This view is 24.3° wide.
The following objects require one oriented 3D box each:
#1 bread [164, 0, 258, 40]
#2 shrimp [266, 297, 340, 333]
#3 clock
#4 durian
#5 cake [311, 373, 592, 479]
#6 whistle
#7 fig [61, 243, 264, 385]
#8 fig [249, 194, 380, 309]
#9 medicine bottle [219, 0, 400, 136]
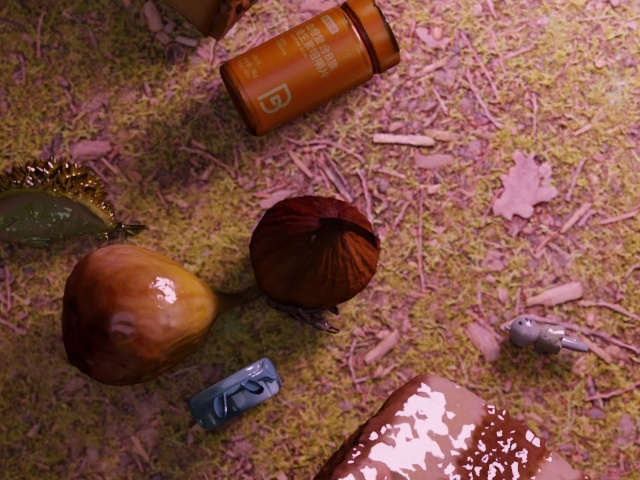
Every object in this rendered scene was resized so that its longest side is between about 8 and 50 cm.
[{"bbox_3d":[-0.120,-0.328,1.729,0.147,0.127,0.152,39,50,3],"label":"bread"},{"bbox_3d":[-0.015,0.076,1.713,0.092,0.029,0.038,26,75,-6],"label":"shrimp"},{"bbox_3d":[-0.094,0.170,1.638,0.108,0.147,0.045,-29,87,-5],"label":"clock"},{"bbox_3d":[-0.307,-0.043,1.696,0.215,0.086,0.100,-1,118,0],"label":"durian"},{"bbox_3d":[0.118,0.321,1.539,0.290,0.256,0.282,42,40,3],"label":"cake"},{"bbox_3d":[0.261,0.112,1.721,0.100,0.035,0.035,15,84,-3],"label":"whistle"},{"bbox_3d":[-0.163,0.071,1.664,0.257,0.159,0.159,-13,85,-26],"label":"fig"},{"bbox_3d":[0.000,0.000,1.628,0.146,0.201,0.134,-23,81,-14],"label":"fig"},{"bbox_3d":[-0.012,-0.201,1.704,0.192,0.096,0.096,-27,87,-5],"label":"medicine bottle"}]
